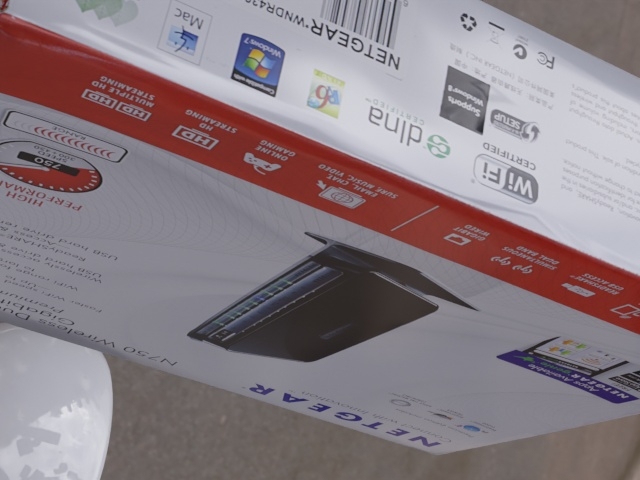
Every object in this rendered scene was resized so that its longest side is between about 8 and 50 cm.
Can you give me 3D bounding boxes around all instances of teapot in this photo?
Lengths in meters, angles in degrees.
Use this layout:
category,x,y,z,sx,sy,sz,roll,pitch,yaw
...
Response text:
category,x,y,z,sx,sy,sz,roll,pitch,yaw
teapot,-0.322,0.185,1.006,0.187,0.256,0.253,19,81,-30

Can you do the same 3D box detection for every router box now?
category,x,y,z,sx,sy,sz,roll,pitch,yaw
router box,0.000,0.000,0.488,0.301,0.335,0.082,-34,-139,59
